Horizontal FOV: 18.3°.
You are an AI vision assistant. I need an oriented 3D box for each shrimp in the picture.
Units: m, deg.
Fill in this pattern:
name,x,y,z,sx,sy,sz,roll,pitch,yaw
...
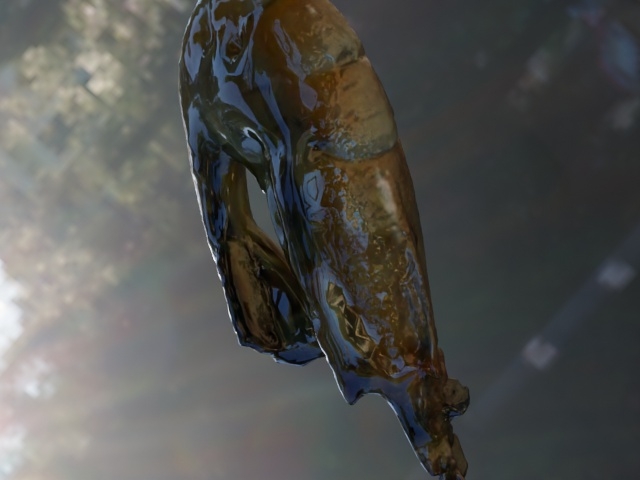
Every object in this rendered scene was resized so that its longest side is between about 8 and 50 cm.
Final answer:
name,x,y,z,sx,sy,sz,roll,pitch,yaw
shrimp,-0.012,0.000,0.915,0.059,0.145,0.254,-24,-79,-40
